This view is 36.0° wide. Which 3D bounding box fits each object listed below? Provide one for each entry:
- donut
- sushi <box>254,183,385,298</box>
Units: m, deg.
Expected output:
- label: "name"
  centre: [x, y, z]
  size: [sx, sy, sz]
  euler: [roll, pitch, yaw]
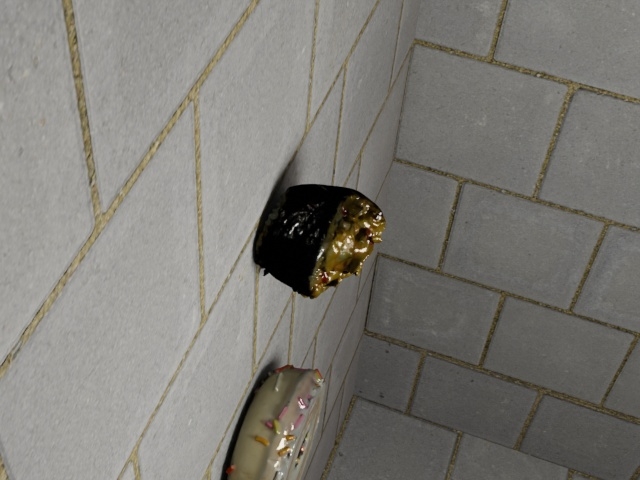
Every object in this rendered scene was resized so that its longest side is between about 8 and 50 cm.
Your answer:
- label: "donut"
  centre: [-0.103, 0.460, 2.251]
  size: [0.382, 0.142, 0.383]
  euler: [17, 90, -81]
- label: "sushi"
  centre: [0.000, 0.001, 1.858]
  size: [0.200, 0.204, 0.213]
  euler: [88, 26, -75]
